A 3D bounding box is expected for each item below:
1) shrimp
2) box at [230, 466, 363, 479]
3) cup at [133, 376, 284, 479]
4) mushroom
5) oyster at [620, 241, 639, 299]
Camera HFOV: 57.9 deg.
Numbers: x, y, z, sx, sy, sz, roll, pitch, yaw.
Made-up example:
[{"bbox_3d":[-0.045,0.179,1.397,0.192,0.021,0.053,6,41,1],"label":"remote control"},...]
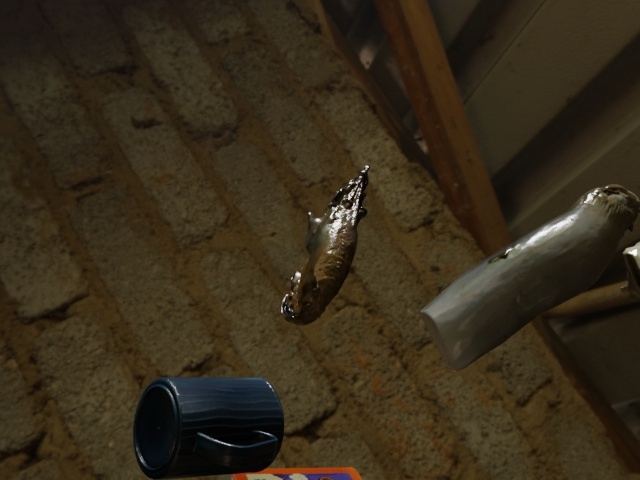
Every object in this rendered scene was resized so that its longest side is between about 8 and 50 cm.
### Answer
[{"bbox_3d":[0.002,-0.008,0.768,0.117,0.262,0.066,-23,-56,37],"label":"shrimp"},{"bbox_3d":[-0.013,0.592,0.909,0.348,0.256,0.319,-151,-108,-67],"label":"box"},{"bbox_3d":[-0.120,0.209,0.662,0.150,0.138,0.114,-30,-121,38],"label":"cup"},{"bbox_3d":[0.342,0.050,0.924,0.126,0.397,0.177,55,10,7],"label":"mushroom"},{"bbox_3d":[0.409,0.122,0.500,0.271,0.100,0.275,31,17,-40],"label":"oyster"}]
